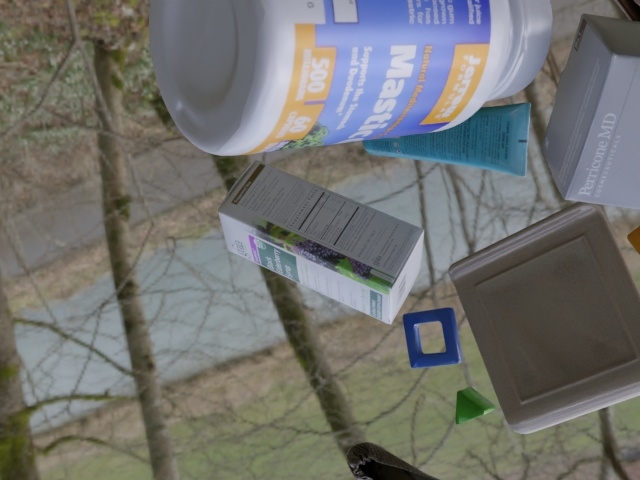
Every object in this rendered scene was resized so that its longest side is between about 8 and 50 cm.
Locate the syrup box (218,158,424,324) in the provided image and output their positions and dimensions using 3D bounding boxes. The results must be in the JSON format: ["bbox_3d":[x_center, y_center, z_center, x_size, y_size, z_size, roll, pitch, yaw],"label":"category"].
[{"bbox_3d":[0.000,0.000,1.044,0.237,0.096,0.093,23,151,17],"label":"syrup box"}]

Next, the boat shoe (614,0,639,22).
[{"bbox_3d":[0.438,-0.248,1.052,0.116,0.324,0.123,-37,-161,6],"label":"boat shoe"}]

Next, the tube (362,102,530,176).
[{"bbox_3d":[0.144,-0.121,0.992,0.207,0.080,0.052,9,-163,38],"label":"tube"}]

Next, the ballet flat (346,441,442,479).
[{"bbox_3d":[0.137,0.351,1.180,0.250,0.084,0.058,26,180,31],"label":"ballet flat"}]

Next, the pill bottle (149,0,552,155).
[{"bbox_3d":[0.034,-0.146,0.598,0.272,0.152,0.152,-11,165,-35],"label":"pill bottle"}]

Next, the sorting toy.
[{"bbox_3d":[0.247,0.081,0.881,0.348,0.195,0.047,-30,164,32],"label":"sorting toy"}]

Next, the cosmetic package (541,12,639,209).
[{"bbox_3d":[0.308,-0.090,0.665,0.238,0.107,0.127,4,122,-4],"label":"cosmetic package"}]
